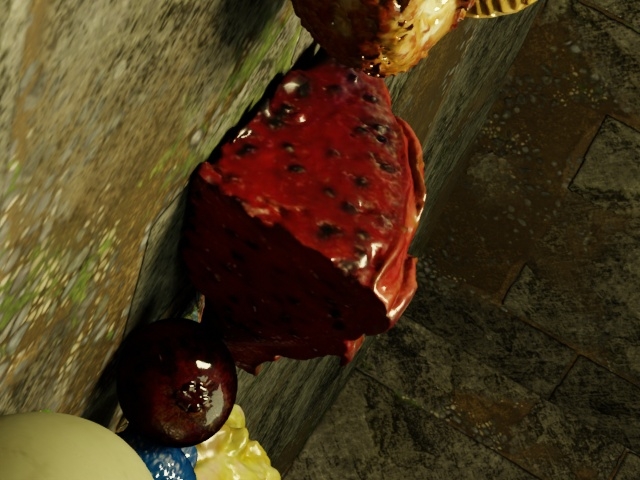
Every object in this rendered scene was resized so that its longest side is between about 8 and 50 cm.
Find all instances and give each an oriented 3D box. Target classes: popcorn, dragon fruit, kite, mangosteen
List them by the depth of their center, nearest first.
[{"bbox_3d":[-0.147,0.139,1.489,0.140,0.140,0.140,-58,172,-13],"label":"mangosteen"},{"bbox_3d":[0.009,0.004,1.517,0.286,0.228,0.329,-55,167,-40],"label":"dragon fruit"},{"bbox_3d":[-0.160,0.107,1.649,0.232,0.009,0.189,-61,171,5],"label":"kite"},{"bbox_3d":[-0.156,0.336,1.836,0.212,0.259,0.259,-35,-173,34],"label":"popcorn"}]

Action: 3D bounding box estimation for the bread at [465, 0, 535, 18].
[{"bbox_3d":[0.160,-0.320,1.445,0.199,0.199,0.104,-59,170,-3],"label":"bread"}]

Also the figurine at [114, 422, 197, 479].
[{"bbox_3d":[-0.196,0.272,1.496,0.164,0.121,0.262,58,41,-38],"label":"figurine"}]

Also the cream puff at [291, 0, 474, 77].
[{"bbox_3d":[0.064,-0.252,1.196,0.240,0.164,0.240,-43,156,-24],"label":"cream puff"}]

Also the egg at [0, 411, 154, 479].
[{"bbox_3d":[-0.220,0.236,1.004,0.269,0.219,0.219,-36,160,-33],"label":"egg"}]

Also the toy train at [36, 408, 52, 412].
[{"bbox_3d":[-0.270,0.232,1.258,0.202,0.060,0.081,-55,163,-33],"label":"toy train"}]
